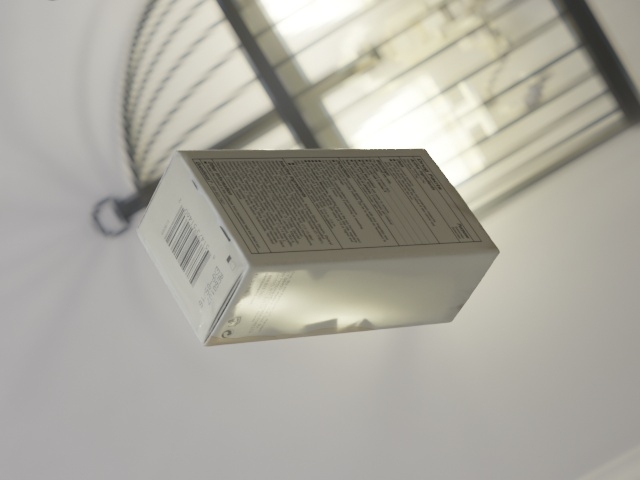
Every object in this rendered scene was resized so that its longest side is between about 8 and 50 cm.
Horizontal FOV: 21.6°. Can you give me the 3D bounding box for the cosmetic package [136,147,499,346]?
[{"bbox_3d":[0.000,0.000,1.612,0.309,0.113,0.160,-1,-135,-38],"label":"cosmetic package"}]
